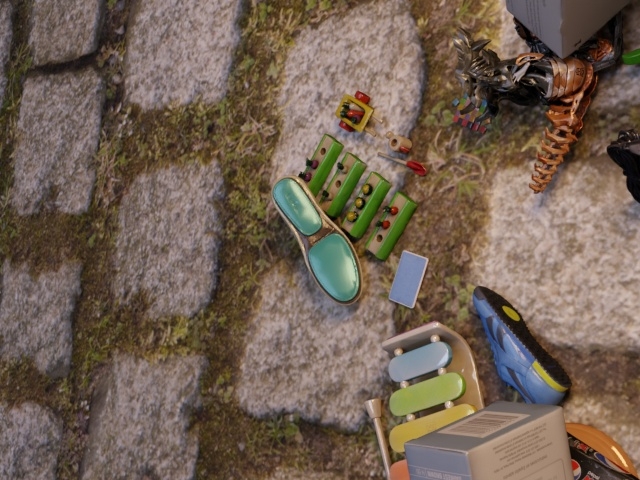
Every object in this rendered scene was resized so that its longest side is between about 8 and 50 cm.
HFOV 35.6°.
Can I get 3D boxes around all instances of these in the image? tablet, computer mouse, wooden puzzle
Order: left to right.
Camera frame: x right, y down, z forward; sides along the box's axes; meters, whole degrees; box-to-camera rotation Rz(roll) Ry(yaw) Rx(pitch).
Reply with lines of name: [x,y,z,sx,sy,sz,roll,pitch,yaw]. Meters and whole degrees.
tablet: [0.140,0.062,1.590,0.054,0.006,0.083,20,95,43]
wooden puzzle: [0.235,-0.201,1.554,0.083,0.006,0.049,30,102,41]
computer mouse: [0.477,-0.075,1.203,0.262,0.184,0.060,23,79,44]

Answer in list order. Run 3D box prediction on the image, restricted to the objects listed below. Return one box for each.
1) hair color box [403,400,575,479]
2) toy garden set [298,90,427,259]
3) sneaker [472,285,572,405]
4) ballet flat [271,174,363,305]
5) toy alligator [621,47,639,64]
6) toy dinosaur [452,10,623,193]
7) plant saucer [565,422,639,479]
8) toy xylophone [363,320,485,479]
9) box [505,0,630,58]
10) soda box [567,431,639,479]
hair color box: [0.233,0.407,1.236,0.113,0.185,0.374,-6,96,51]
toy garden set: [0.068,-0.119,1.660,0.244,0.049,0.204,42,110,39]
sneaker: [0.265,0.156,1.416,0.082,0.069,0.209,-52,52,26]
ballet flat: [0.000,0.000,1.676,0.086,0.086,0.248,-36,76,32]
toy alligator: [0.491,-0.260,1.307,0.190,0.056,0.051,-3,39,42]
toy dinosaur: [0.312,-0.240,1.407,0.218,0.164,0.322,3,65,27]
plant saucer: [0.331,0.346,1.341,0.200,0.037,0.200,-10,75,40]
toy xylophone: [0.157,0.295,1.473,0.236,0.081,0.322,-35,58,33]
box: [0.335,-0.363,1.278,0.182,0.181,0.119,-41,68,-1]
soda box: [0.354,0.308,1.265,0.169,0.053,0.060,33,103,41]
